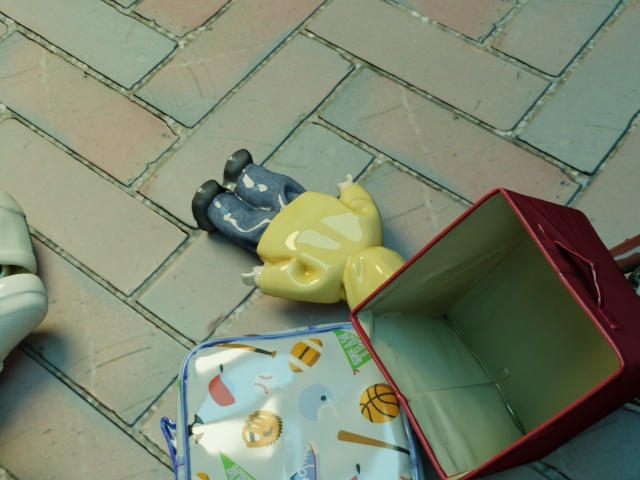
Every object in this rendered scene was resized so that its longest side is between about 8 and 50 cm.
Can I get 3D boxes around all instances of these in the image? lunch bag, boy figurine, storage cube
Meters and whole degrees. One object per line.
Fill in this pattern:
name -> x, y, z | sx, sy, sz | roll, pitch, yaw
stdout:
lunch bag -> -0.024, 0.223, 0.891 | 0.243, 0.115, 0.303 | -9, 58, 2
boy figurine -> 0.000, 0.000, 1.044 | 0.285, 0.092, 0.177 | 30, 64, 21
storage cube -> 0.183, 0.087, 0.855 | 0.215, 0.193, 0.184 | -42, 64, 25

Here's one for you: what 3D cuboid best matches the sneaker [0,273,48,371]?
sneaker -> -0.379, 0.173, 0.963 | 0.292, 0.108, 0.169 | -35, 64, -8

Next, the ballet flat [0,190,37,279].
ballet flat -> -0.488, 0.086, 1.018 | 0.400, 0.139, 0.139 | -33, 61, -17

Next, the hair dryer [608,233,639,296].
hair dryer -> 0.311, 0.032, 0.993 | 0.293, 0.080, 0.223 | 23, 57, 31

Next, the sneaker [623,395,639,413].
sneaker -> 0.379, 0.127, 0.938 | 0.178, 0.077, 0.072 | -3, 56, 3
